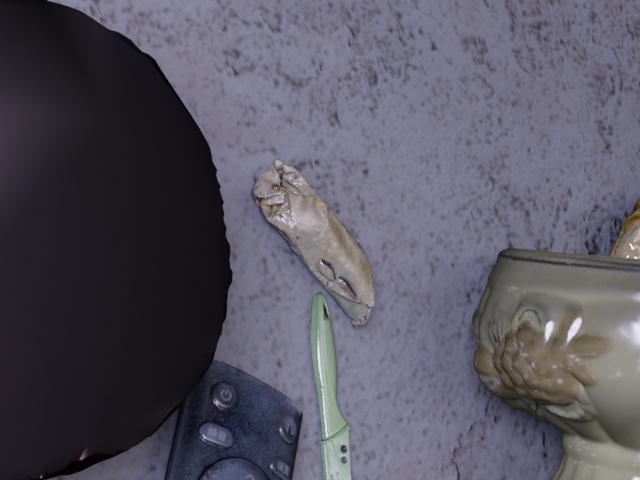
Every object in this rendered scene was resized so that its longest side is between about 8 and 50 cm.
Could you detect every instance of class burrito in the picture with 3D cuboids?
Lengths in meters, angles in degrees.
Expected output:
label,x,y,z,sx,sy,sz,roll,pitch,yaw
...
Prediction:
label,x,y,z,sx,sy,sz,roll,pitch,yaw
burrito,0.000,0.000,1.112,0.149,0.041,0.055,50,62,-21

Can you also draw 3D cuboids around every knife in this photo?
label,x,y,z,sx,sy,sz,roll,pitch,yaw
knife,0.010,0.142,1.098,0.030,0.014,0.207,4,76,-40

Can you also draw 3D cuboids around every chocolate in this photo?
label,x,y,z,sx,sy,sz,roll,pitch,yaw
chocolate,-0.212,0.012,0.839,0.283,0.186,0.284,5,83,-43

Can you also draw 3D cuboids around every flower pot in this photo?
label,x,y,z,sx,sy,sz,roll,pitch,yaw
flower pot,0.270,0.136,1.147,0.307,0.307,0.244,5,89,-39

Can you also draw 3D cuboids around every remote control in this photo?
label,x,y,z,sx,sy,sz,roll,pitch,yaw
remote control,-0.080,0.264,0.936,0.107,0.044,0.378,37,49,-35

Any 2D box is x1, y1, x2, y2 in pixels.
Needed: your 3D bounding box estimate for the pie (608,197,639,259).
label,x,y,z,sx,sy,sz,roll,pitch,yaw
pie,0.354,0.048,1.362,0.179,0.084,0.205,-31,101,-41
